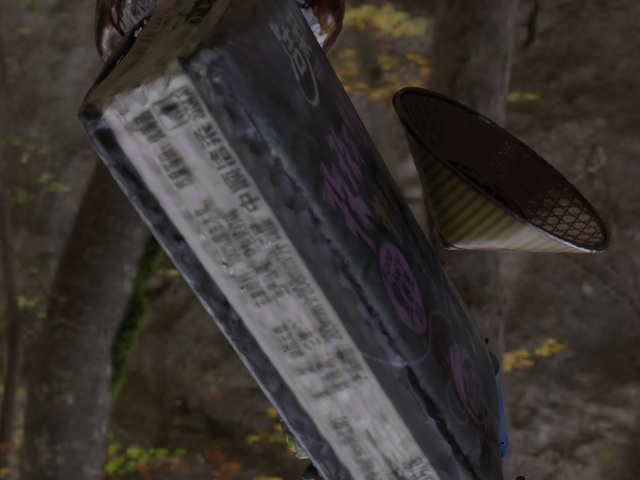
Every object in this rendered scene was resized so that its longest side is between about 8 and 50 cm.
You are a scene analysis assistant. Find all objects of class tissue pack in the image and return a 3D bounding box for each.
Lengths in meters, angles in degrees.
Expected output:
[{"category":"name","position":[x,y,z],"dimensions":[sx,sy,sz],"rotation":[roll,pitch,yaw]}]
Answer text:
[{"category":"tissue pack","position":[0.000,0.000,0.868],"dimensions":[0.122,0.361,0.259],"rotation":[-28,-159,14]}]

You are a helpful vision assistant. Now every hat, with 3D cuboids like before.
[{"category":"hat","position":[0.115,-0.027,0.975],"dimensions":[0.193,0.082,0.193],"rotation":[30,-157,-14]}]

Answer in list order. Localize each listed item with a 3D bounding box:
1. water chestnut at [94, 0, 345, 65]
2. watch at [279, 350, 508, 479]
[{"category":"water chestnut","position":[-0.114,-0.264,1.457],"dimensions":[0.289,0.244,0.289],"rotation":[0,-175,0]},{"category":"watch","position":[0.102,0.247,1.829],"dimensions":[0.275,0.241,0.305],"rotation":[-21,-159,-32]}]
